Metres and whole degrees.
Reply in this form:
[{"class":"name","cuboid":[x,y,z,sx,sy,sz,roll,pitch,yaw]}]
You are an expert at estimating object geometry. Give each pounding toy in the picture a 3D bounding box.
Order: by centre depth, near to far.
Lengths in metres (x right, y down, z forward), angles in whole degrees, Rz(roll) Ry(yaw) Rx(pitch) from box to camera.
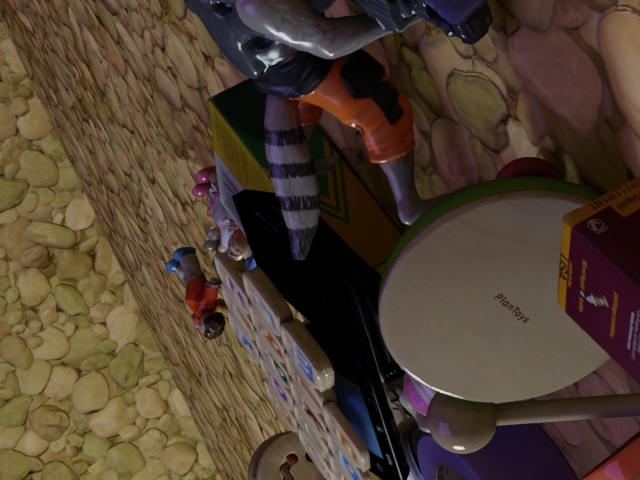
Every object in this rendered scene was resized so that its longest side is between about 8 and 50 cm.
[{"class":"pounding toy","cuboid":[0.132,0.030,0.903,0.110,0.183,0.237,-98,-9,-52]},{"class":"pounding toy","cuboid":[-0.002,0.325,1.735,0.269,0.154,0.155,61,164,2]}]

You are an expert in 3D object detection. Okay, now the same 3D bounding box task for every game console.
[{"class":"game console","cuboid":[0.025,0.114,1.240,0.213,0.044,0.361,37,153,47]}]

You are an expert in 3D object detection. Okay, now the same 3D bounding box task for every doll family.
[{"class":"doll family","cuboid":[-0.104,0.025,1.688,0.163,0.118,0.263,60,147,30]}]

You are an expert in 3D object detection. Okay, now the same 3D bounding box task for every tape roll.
[{"class":"tape roll","cuboid":[0.177,0.249,1.210,0.189,0.080,0.189,53,162,25]}]

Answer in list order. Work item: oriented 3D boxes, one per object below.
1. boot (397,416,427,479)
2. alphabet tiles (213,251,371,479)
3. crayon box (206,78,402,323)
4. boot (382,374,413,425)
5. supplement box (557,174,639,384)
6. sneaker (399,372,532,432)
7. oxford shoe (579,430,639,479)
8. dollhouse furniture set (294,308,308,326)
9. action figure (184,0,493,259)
[{"class":"boot","cuboid":[0.154,0.264,1.346,0.190,0.069,0.086,54,156,1]},{"class":"alphabet tiles","cuboid":[-0.025,0.146,1.321,0.278,0.021,0.284,52,163,29]},{"class":"crayon box","cuboid":[0.000,0.000,1.337,0.318,0.081,0.202,53,162,26]},{"class":"boot","cuboid":[0.098,0.197,1.438,0.087,0.042,0.118,29,151,49]},{"class":"supplement box","cuboid":[0.227,0.045,0.688,0.188,0.104,0.081,48,158,38]},{"class":"sneaker","cuboid":[0.129,0.105,1.066,0.103,0.111,0.252,55,162,23]},{"class":"oxford shoe","cuboid":[0.232,0.228,0.990,0.098,0.097,0.271,51,161,16]},{"class":"dollhouse furniture set","cuboid":[-0.018,0.133,1.480,0.182,0.101,0.161,-111,2,-62]},{"class":"action figure","cuboid":[-0.003,-0.143,0.974,0.341,0.178,0.330,40,162,57]}]
